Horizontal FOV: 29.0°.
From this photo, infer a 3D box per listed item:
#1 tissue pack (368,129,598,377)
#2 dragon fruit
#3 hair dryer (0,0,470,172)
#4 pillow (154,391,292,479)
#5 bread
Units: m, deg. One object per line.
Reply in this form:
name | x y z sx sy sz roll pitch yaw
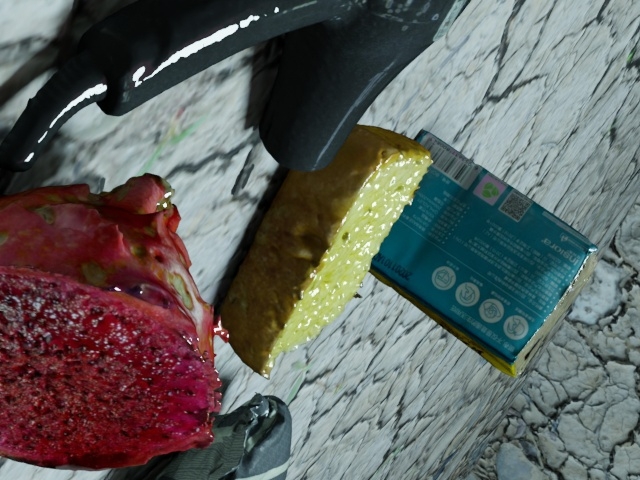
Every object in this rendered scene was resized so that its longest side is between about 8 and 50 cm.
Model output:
tissue pack | 0.118 0.012 0.973 0.120 0.169 0.082 -53 166 -5
dragon fruit | -0.111 0.018 0.523 0.153 0.153 0.110 107 -8 -46
hair dryer | -0.047 -0.085 0.570 0.272 0.091 0.235 -25 159 -34
pillow | -0.096 0.244 0.983 0.161 0.093 0.335 -45 162 -38
bread | 0.000 0.000 0.819 0.103 0.065 0.187 -29 149 -57
